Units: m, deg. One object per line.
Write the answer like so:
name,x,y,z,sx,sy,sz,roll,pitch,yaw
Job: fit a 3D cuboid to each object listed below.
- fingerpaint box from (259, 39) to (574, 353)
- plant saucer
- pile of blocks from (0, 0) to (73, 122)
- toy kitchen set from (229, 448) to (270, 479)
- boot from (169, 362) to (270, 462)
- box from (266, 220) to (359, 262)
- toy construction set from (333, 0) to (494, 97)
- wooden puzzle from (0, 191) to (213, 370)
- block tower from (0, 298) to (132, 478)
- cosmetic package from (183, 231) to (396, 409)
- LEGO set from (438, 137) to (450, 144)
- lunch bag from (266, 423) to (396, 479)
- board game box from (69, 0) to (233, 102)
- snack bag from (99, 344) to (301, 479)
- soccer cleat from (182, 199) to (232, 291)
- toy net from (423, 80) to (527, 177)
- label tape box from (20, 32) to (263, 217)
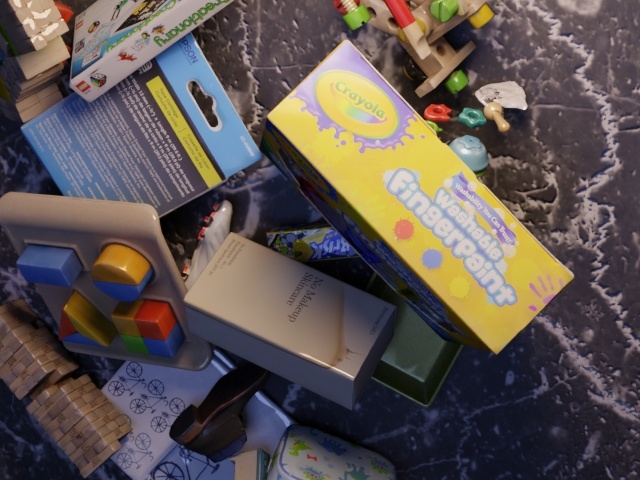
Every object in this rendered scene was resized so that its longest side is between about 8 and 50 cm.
fingerpaint box,0.116,-0.048,1.701,0.163,0.371,0.445,-44,92,-5
plant saucer,0.143,0.158,1.950,0.188,0.045,0.188,28,111,5
pile of blocks,-0.467,-0.321,1.870,0.149,0.113,0.362,53,153,5
toy kitchen set,-0.073,0.485,2.082,0.122,0.207,0.166,-9,59,17
boot,-0.152,0.303,2.036,0.219,0.082,0.106,-37,120,15
box,0.000,0.000,1.935,0.169,0.054,0.059,-6,104,17
toy construction set,0.162,-0.317,1.680,0.257,0.309,0.237,-27,103,28
wooden puzzle,-0.372,0.086,1.955,0.322,0.080,0.347,6,132,25
block tower,-0.485,0.265,2.099,0.091,0.097,0.335,-44,83,23
cosmetic package,-0.049,0.128,1.878,0.309,0.160,0.113,22,149,15
LEGO set,0.165,-0.153,1.862,0.083,0.023,0.054,-23,100,20
lunch bag,0.017,0.415,1.980,0.219,0.176,0.090,22,113,-4
board game box,-0.266,-0.366,1.823,0.305,0.193,0.053,-30,131,21
snack bag,-0.240,0.345,2.112,0.342,0.037,0.323,43,111,-1
soccer cleat,-0.181,0.020,1.987,0.076,0.068,0.196,22,112,-9
toy net,0.230,-0.180,1.742,0.122,0.232,0.045,26,132,18
label tape box,-0.285,-0.172,1.928,0.348,0.115,0.249,-28,99,18
